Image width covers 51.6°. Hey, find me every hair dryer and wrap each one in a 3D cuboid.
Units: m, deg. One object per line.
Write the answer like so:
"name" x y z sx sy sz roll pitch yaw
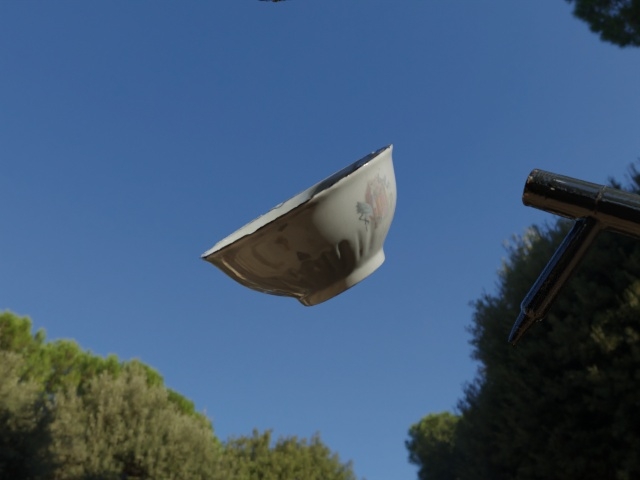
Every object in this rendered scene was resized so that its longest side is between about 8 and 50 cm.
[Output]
"hair dryer" 0.277 0.034 0.702 0.173 0.195 0.050 20 -4 33

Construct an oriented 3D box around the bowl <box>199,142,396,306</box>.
"bowl" 0.000 0.000 0.562 0.189 0.189 0.086 -29 -83 25
